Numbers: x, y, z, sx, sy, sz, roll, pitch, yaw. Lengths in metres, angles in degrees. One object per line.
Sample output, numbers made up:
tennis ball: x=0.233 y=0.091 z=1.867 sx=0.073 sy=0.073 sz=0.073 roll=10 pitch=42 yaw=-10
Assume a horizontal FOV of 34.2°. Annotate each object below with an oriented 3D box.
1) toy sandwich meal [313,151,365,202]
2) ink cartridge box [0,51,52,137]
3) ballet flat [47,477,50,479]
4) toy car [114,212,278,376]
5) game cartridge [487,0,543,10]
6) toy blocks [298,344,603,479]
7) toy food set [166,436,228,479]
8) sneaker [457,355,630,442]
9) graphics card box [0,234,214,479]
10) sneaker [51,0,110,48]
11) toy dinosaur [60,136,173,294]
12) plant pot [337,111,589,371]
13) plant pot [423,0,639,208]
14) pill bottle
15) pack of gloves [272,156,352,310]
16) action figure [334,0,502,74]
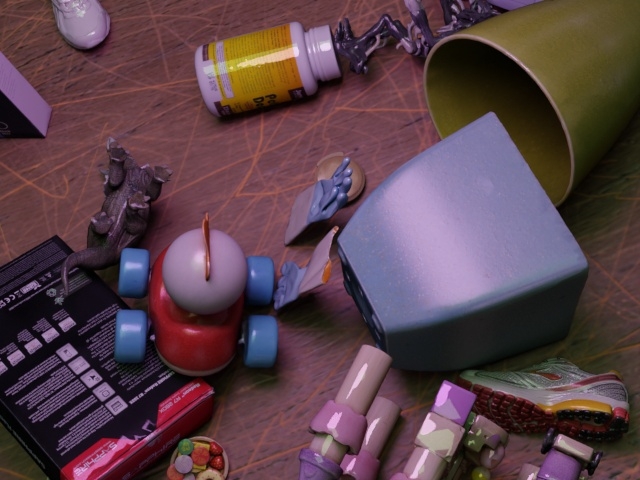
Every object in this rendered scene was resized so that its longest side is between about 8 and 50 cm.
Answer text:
toy sandwich meal: x=0.027 y=-0.092 z=1.576 sx=0.085 sy=0.029 sz=0.086 roll=0 pitch=71 yaw=1
ink cartridge box: x=-0.563 y=-0.259 z=1.607 sx=0.165 sy=0.333 sz=0.065 roll=1 pitch=67 yaw=14
ballet flat: x=-0.365 y=0.362 z=1.450 sx=0.067 sy=0.073 sz=0.206 roll=22 pitch=65 yaw=33
toy car: x=-0.158 y=0.041 z=1.396 sx=0.219 sy=0.238 sz=0.210 roll=4 pitch=49 yaw=-11
game cartridge: x=0.301 y=-0.450 z=1.630 sx=0.294 sy=0.060 sz=0.196 roll=30 pitch=58 yaw=22
toy blocks: x=0.127 y=0.327 z=1.235 sx=0.309 sy=0.288 sz=0.260 roll=23 pitch=70 yaw=17
toy food set: x=-0.168 y=0.312 z=1.434 sx=0.082 sy=0.020 sz=0.083 roll=10 pitch=87 yaw=-1
sneaker: x=0.292 y=0.202 z=1.371 sx=0.225 sy=0.088 sz=0.093 roll=7 pitch=49 yaw=15
graphics card box: x=-0.354 y=0.178 z=1.466 sx=0.371 sy=0.094 sz=0.233 roll=40 pitch=57 yaw=23
sneaker: x=-0.435 y=-0.426 z=1.770 sx=0.090 sy=0.115 sz=0.232 roll=-29 pitch=64 yaw=-1
toy dinosaur: x=-0.294 y=-0.032 z=1.537 sx=0.121 sy=0.160 sz=0.313 roll=12 pitch=57 yaw=-7
plant pot: x=0.163 y=0.032 z=1.354 sx=0.252 sy=0.248 sz=0.247 roll=-23 pitch=64 yaw=-6
plant pot: x=0.343 y=-0.231 z=1.459 sx=0.293 sy=0.275 sz=0.275 roll=-36 pitch=63 yaw=-22
pill bottle: x=-0.080 y=-0.271 z=1.625 sx=0.215 sy=0.117 sz=0.117 roll=-13 pitch=65 yaw=7
pack of gloves: x=0.000 y=0.000 z=1.458 sx=0.046 sy=0.232 sz=0.195 roll=21 pitch=69 yaw=-16
action figure: x=0.160 y=-0.336 z=1.579 sx=0.275 sy=0.164 sz=0.141 roll=-9 pitch=98 yaw=17
